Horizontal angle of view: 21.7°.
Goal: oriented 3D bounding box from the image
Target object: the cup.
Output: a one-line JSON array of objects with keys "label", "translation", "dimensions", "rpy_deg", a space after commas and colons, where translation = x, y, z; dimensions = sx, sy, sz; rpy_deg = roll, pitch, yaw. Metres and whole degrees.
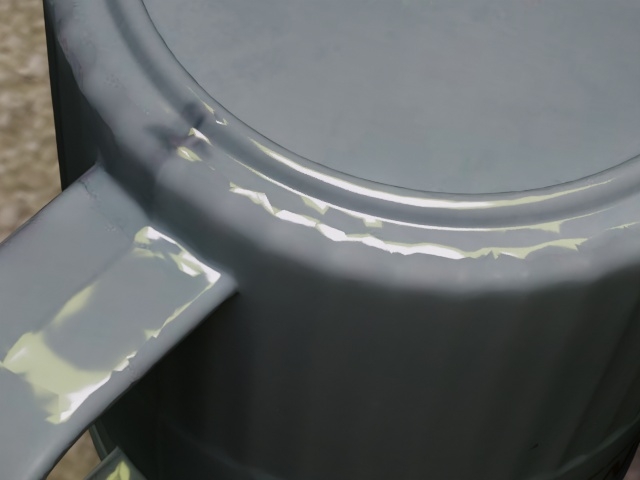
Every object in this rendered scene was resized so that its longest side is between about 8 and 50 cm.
[{"label": "cup", "translation": [-0.004, -0.018, 0.613], "dimensions": [0.331, 0.311, 0.257], "rpy_deg": [-15, 64, -11]}]
